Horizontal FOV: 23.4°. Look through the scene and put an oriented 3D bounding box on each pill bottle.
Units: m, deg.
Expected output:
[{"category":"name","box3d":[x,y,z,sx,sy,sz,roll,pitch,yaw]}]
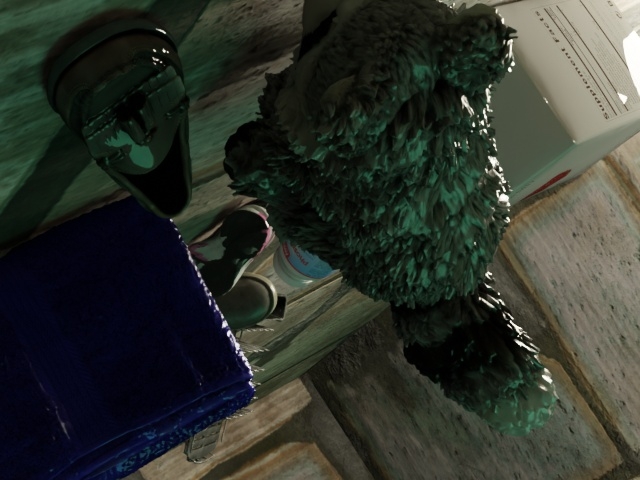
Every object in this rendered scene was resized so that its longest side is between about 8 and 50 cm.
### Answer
[{"category":"pill bottle","box3d":[0.000,0.000,2.036,0.087,0.087,0.160,-27,170,-38]}]

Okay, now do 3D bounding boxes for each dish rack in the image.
[{"category":"dish rack","box3d":[-0.132,0.203,2.301,0.208,0.074,0.272,12,92,-78]}]

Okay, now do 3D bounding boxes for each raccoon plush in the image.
[{"category":"raccoon plush","box3d":[0.120,-0.027,1.218,0.216,0.446,0.299,-49,-165,-9]}]

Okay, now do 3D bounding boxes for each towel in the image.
[{"category":"towel","box3d":[-0.213,0.105,1.320,0.308,0.228,0.076,-28,-177,-36]}]

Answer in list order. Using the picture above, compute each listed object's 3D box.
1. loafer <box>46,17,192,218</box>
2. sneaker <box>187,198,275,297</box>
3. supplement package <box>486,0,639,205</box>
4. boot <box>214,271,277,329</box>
[{"category":"loafer","box3d":[-0.124,-0.080,1.092,0.096,0.084,0.267,-32,172,-5]},{"category":"sneaker","box3d":[-0.093,0.004,1.782,0.178,0.072,0.077,-33,-174,46]},{"category":"supplement package","box3d":[0.239,-0.156,1.727,0.177,0.175,0.293,-38,170,36]},{"category":"boot","box3d":[-0.164,0.102,1.813,0.189,0.076,0.208,-13,-174,16]}]
